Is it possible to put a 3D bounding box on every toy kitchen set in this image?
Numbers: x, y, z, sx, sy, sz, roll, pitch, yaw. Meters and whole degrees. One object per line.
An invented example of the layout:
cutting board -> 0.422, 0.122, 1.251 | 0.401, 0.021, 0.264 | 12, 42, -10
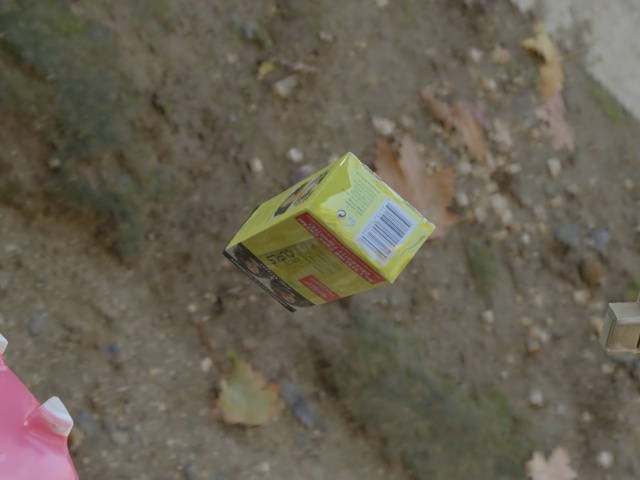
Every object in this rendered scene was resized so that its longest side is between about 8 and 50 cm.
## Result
toy kitchen set -> 0.244, 0.060, 1.009 | 0.083, 0.068, 0.075 | -2, 34, -14

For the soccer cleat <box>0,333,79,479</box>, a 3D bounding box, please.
soccer cleat -> -0.166, 0.058, 0.541 | 0.248, 0.095, 0.083 | 50, 25, 23

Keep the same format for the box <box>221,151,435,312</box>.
box -> 0.000, 0.000, 1.152 | 0.087, 0.232, 0.058 | 41, 71, -10
